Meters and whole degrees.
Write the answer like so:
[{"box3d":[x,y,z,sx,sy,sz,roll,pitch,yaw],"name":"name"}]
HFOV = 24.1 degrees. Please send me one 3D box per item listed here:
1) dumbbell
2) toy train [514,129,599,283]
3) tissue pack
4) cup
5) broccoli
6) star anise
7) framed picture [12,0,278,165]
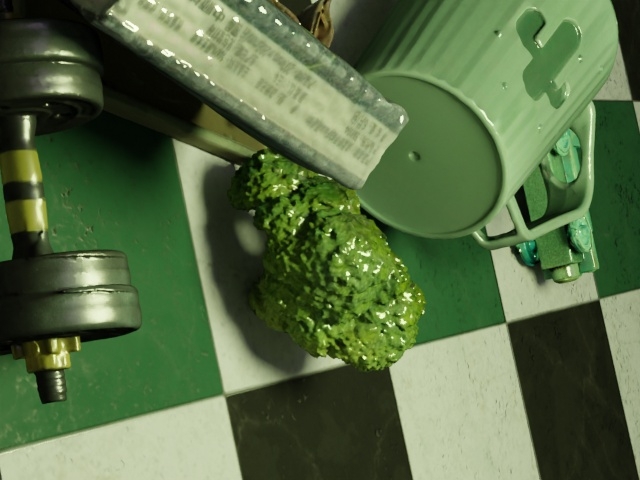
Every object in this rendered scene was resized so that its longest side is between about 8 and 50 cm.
[{"box3d":[-0.272,-0.044,1.372,0.185,0.185,0.388,1,77,-55],"name":"dumbbell"},{"box3d":[0.377,-0.080,2.392,0.194,0.120,0.298,-2,80,-61],"name":"toy train"},{"box3d":[-0.127,-0.217,1.507,0.394,0.288,0.124,33,91,-47],"name":"tissue pack"},{"box3d":[0.236,-0.188,2.028,0.401,0.310,0.392,36,46,1],"name":"cup"},{"box3d":[-0.020,0.010,1.769,0.254,0.186,0.302,41,7,-42],"name":"broccoli"},{"box3d":[-0.042,-0.203,1.820,0.172,0.063,0.208,-16,95,-39],"name":"star anise"},{"box3d":[-0.188,-0.280,1.722,0.446,0.028,0.326,21,61,-51],"name":"framed picture"}]
